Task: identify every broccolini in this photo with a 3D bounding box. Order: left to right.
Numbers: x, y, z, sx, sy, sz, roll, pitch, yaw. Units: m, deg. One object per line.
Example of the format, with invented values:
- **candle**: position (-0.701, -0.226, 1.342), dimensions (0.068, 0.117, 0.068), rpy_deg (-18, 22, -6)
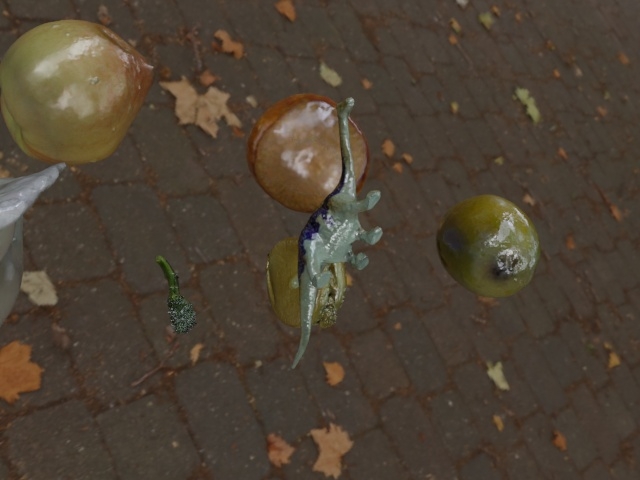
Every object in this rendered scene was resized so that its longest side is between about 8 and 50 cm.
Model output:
- **broccolini**: position (-0.269, 0.088, 1.443), dimensions (0.054, 0.051, 0.239), rpy_deg (28, 16, -32)

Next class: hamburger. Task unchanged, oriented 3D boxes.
- **hamburger**: position (-0.025, 0.092, 1.679), dimensions (0.122, 0.189, 0.215), rpy_deg (5, 62, -42)

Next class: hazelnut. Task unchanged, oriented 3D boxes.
- **hazelnut**: position (-0.017, -0.101, 0.957), dimensions (0.150, 0.150, 0.150), rpy_deg (28, 45, -32)

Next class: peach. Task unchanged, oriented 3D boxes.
- **peach**: position (-0.343, -0.213, 1.144), dimensions (0.232, 0.232, 0.232), rpy_deg (28, 45, -32)

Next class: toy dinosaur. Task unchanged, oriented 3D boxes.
- **toy dinosaur**: position (0.009, 0.003, 0.495), dimensions (0.037, 0.058, 0.180), rpy_deg (16, 95, -35)

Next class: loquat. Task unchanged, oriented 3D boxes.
- **loquat**: position (0.255, 0.004, 1.233), dimensions (0.152, 0.152, 0.195), rpy_deg (32, 15, -29)

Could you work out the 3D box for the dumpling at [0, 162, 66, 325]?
- **dumpling**: position (-0.287, 0.029, 0.577), dimensions (0.204, 0.293, 0.163), rpy_deg (-4, 99, -14)
